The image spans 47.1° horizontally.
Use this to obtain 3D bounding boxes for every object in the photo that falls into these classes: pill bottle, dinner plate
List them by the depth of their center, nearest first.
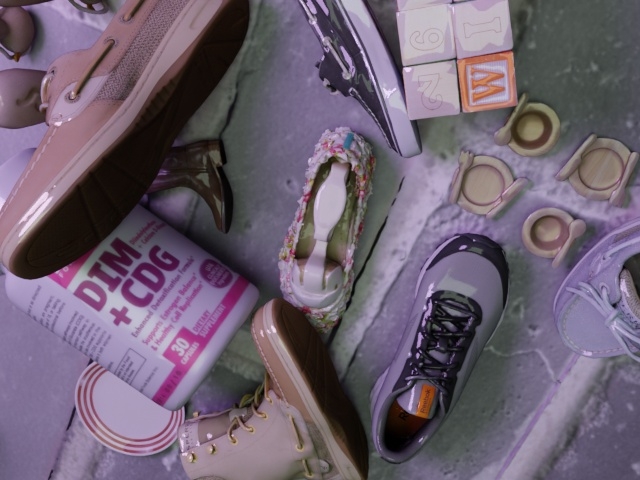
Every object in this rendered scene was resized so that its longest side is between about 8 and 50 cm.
[{"bbox_3d":[-0.221,0.038,0.773,0.283,0.160,0.160,35,110,-4],"label":"pill bottle"},{"bbox_3d":[-0.234,0.202,0.906,0.141,0.017,0.141,3,108,9],"label":"dinner plate"}]

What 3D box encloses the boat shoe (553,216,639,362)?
[{"bbox_3d":[0.323,0.034,0.657,0.118,0.103,0.320,54,142,2],"label":"boat shoe"}]

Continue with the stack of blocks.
[{"bbox_3d":[0.102,-0.265,0.619,0.087,0.171,0.297,-6,106,11],"label":"stack of blocks"}]

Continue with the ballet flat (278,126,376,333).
[{"bbox_3d":[0.000,0.000,0.772,0.091,0.077,0.241,10,110,5],"label":"ballet flat"}]

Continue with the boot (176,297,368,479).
[{"bbox_3d":[-0.077,0.190,0.822,0.203,0.095,0.262,-15,125,15],"label":"boot"}]

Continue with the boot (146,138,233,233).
[{"bbox_3d":[-0.156,-0.055,0.798,0.114,0.037,0.106,-6,94,7],"label":"boot"}]

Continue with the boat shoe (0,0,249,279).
[{"bbox_3d":[-0.198,-0.119,0.685,0.110,0.121,0.341,30,69,8],"label":"boat shoe"}]

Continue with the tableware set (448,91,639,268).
[{"bbox_3d":[0.224,-0.062,0.746,0.168,0.020,0.141,30,110,-2],"label":"tableware set"}]

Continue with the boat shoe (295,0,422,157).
[{"bbox_3d":[0.032,-0.175,0.713,0.070,0.078,0.219,-24,95,15],"label":"boat shoe"}]

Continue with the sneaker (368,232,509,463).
[{"bbox_3d":[0.127,0.121,0.776,0.100,0.108,0.271,21,109,4],"label":"sneaker"}]

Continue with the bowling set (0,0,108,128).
[{"bbox_3d":[-0.317,-0.264,0.720,0.200,0.154,0.287,18,112,22],"label":"bowling set"}]
